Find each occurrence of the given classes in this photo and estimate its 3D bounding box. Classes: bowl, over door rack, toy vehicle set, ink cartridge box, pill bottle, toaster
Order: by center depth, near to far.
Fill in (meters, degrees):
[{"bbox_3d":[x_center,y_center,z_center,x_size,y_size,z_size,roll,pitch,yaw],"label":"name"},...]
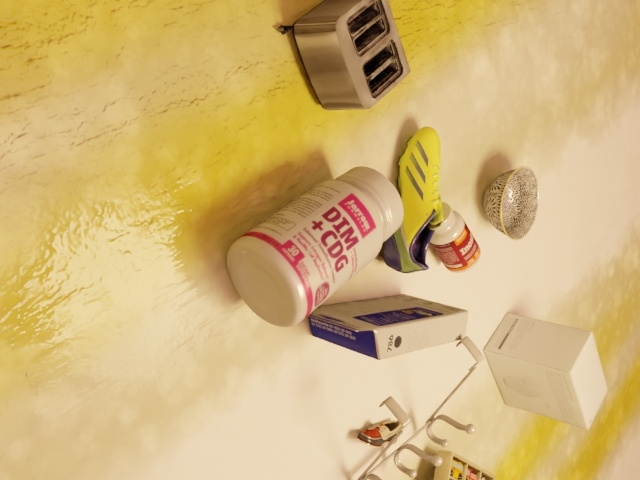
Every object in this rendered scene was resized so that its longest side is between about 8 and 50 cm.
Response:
[{"bbox_3d":[0.000,0.000,1.175,0.283,0.160,0.160,-38,124,-35],"label":"pill bottle"},{"bbox_3d":[0.049,-0.318,1.196,0.185,0.110,0.168,-44,126,-31],"label":"toaster"},{"bbox_3d":[0.110,0.154,1.319,0.332,0.165,0.065,-1,100,-45],"label":"ink cartridge box"},{"bbox_3d":[0.200,0.369,1.385,0.239,0.108,0.324,-30,145,-34],"label":"over door rack"},{"bbox_3d":[0.270,-0.007,1.507,0.086,0.086,0.152,-57,133,-21],"label":"pill bottle"},{"bbox_3d":[0.425,-0.089,1.655,0.170,0.080,0.170,-12,107,-44],"label":"bowl"},{"bbox_3d":[0.327,0.595,1.659,0.267,0.035,0.166,39,57,-47],"label":"toy vehicle set"}]

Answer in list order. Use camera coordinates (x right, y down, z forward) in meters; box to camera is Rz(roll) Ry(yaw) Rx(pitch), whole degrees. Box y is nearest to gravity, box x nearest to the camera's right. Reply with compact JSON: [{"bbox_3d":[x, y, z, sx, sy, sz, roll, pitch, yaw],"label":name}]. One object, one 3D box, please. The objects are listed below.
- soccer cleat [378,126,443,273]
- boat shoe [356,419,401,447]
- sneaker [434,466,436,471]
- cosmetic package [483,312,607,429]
[{"bbox_3d":[0.200,-0.076,1.394,0.093,0.121,0.289,18,85,-46],"label":"soccer cleat"},{"bbox_3d":[0.120,0.388,1.459,0.137,0.049,0.043,14,101,-53],"label":"boat shoe"},{"bbox_3d":[0.299,0.529,1.688,0.069,0.038,0.098,-40,133,-36],"label":"sneaker"},{"bbox_3d":[0.556,0.317,1.771,0.138,0.224,0.224,-49,130,-28],"label":"cosmetic package"}]
